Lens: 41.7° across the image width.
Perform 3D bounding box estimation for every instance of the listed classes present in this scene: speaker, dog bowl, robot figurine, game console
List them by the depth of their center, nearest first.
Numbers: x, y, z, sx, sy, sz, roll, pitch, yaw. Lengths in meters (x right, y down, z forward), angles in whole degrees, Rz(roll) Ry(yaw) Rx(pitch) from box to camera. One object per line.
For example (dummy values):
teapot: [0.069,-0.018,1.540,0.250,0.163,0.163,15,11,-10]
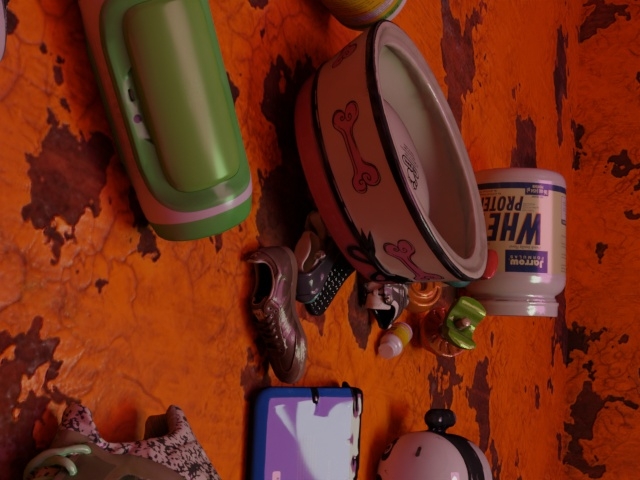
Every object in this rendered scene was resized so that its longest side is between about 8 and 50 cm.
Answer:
speaker: [-0.158,-0.154,0.872,0.131,0.131,0.297,-46,129,-54]
game console: [-0.027,0.355,1.221,0.250,0.173,0.293,7,82,-31]
dog bowl: [0.108,-0.114,1.269,0.408,0.150,0.408,47,32,-43]
robot figurine: [0.208,0.434,1.528,0.278,0.173,0.209,28,30,-60]

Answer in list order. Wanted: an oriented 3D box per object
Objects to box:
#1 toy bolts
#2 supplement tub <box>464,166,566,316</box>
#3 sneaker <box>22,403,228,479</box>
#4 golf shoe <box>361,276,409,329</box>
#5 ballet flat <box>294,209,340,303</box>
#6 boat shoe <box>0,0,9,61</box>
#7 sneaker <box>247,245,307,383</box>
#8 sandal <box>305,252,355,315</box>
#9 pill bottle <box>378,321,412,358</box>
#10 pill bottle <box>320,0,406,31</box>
toy bolts: [0.224,0.097,1.661,0.218,0.158,0.229,33,62,-11]
supplement tub: [0.440,0.010,1.916,0.235,0.235,0.325,12,78,-62]
sneaker: [-0.231,0.246,0.756,0.410,0.158,0.182,3,58,-62]
golf shoe: [0.106,0.068,1.435,0.094,0.077,0.198,-63,141,-42]
ballet flat: [0.000,0.000,1.240,0.203,0.074,0.074,-63,142,-38]
boat shoe: [-0.283,-0.217,0.713,0.040,0.049,0.142,-16,101,-63]
sneaker: [-0.068,0.102,1.128,0.071,0.066,0.189,-5,88,-46]
sandal: [0.019,0.041,1.317,0.179,0.040,0.067,-53,131,-30]
pill bottle: [0.134,0.182,1.521,0.083,0.043,0.043,-39,123,-58]
pill bottle: [0.028,-0.421,1.230,0.245,0.136,0.136,29,64,-60]
